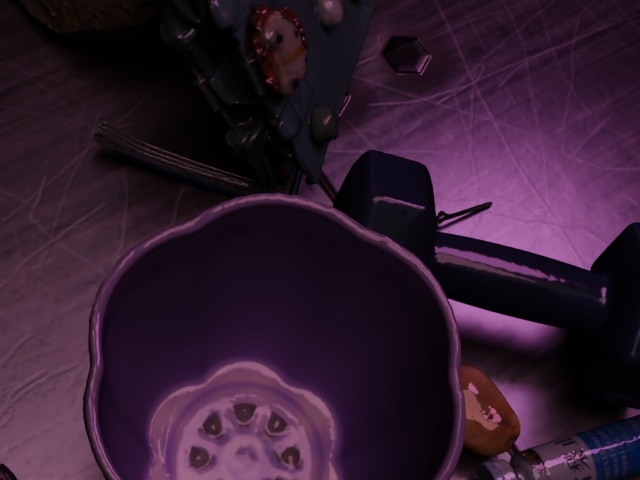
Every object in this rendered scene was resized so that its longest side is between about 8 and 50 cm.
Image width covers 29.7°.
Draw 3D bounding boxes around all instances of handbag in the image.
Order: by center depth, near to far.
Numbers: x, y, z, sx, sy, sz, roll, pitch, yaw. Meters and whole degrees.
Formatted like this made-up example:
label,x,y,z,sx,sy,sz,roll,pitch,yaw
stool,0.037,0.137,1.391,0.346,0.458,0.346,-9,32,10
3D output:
label,x,y,z,sx,sy,sz,roll,pitch,yaw
handbag,-0.039,-0.222,1.037,0.100,0.269,0.274,-8,47,20

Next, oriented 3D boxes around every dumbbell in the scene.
label,x,y,z,sx,sy,sz,roll,pitch,yaw
dumbbell,0.160,0.035,1.023,0.324,0.144,0.160,14,29,-6

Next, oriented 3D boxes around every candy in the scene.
label,x,y,z,sx,sy,sz,roll,pitch,yaw
candy,0.111,-0.021,1.120,0.123,0.035,0.035,-17,75,-25

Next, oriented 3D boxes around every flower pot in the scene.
label,x,y,z,sx,sy,sz,roll,pitch,yaw
flower pot,-0.048,0.129,0.904,0.265,0.243,0.265,4,67,-10

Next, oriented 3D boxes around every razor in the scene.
label,x,y,z,sx,sy,sz,roll,pitch,yaw
razor,-0.112,-0.065,1.093,0.191,0.037,0.068,16,54,-4

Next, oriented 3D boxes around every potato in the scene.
label,x,y,z,sx,sy,sz,roll,pitch,yaw
potato,0.129,0.146,1.027,0.083,0.062,0.068,33,92,31

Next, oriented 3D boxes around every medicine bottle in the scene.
label,x,y,z,sx,sy,sz,roll,pitch,yaw
medicine bottle,0.229,0.187,1.031,0.191,0.051,0.051,-13,68,-16

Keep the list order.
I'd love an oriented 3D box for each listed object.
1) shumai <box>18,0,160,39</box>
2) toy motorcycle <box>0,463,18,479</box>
label,x,y,z,sx,sy,sz,roll,pitch,yaw
shumai,-0.174,-0.307,1.143,0.256,0.189,0.218,37,45,24
toy motorcycle,-0.175,0.274,0.857,0.307,0.173,0.108,42,54,17
